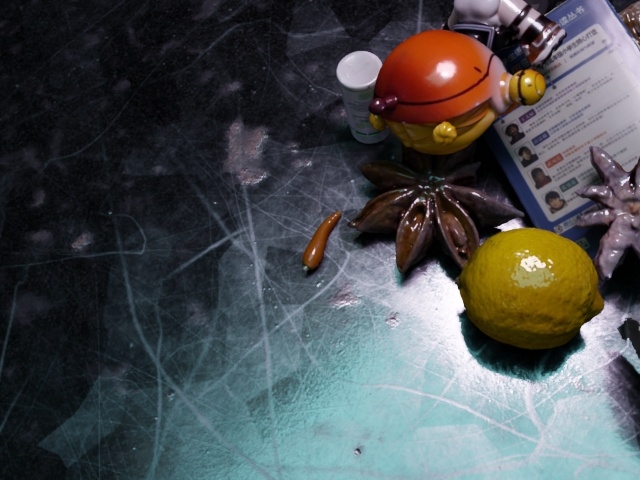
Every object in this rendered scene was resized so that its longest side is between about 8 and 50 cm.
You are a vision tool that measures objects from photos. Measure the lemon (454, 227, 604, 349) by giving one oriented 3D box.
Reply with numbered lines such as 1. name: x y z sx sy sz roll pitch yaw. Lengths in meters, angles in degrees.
1. lemon: 0.329 0.075 1.131 0.231 0.192 0.192 9 67 19

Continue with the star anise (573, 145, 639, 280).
1. star anise: 0.493 -0.047 1.108 0.229 0.093 0.236 36 101 28

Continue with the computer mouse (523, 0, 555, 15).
1. computer mouse: 0.413 -0.494 1.443 0.147 0.088 0.264 12 68 34

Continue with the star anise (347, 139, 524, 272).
1. star anise: 0.208 -0.084 1.280 0.316 0.108 0.315 -4 61 8

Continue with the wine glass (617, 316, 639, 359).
1. wine glass: 0.629 0.141 1.024 0.323 0.238 0.238 -25 62 9

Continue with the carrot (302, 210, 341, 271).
1. carrot: 0.000 0.000 1.322 0.035 0.035 0.142 19 66 19

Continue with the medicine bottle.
1. medicine bottle: 0.085 -0.267 1.345 0.086 0.183 0.086 -5 65 10

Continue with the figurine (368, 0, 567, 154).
1. figurine: 0.219 -0.279 1.203 0.320 0.196 0.323 22 69 50

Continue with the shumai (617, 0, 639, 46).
1. shumai: 0.573 -0.319 1.255 0.218 0.183 0.185 -15 34 8

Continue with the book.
1. book: 0.446 -0.192 1.227 0.300 0.039 0.427 -32 69 23
